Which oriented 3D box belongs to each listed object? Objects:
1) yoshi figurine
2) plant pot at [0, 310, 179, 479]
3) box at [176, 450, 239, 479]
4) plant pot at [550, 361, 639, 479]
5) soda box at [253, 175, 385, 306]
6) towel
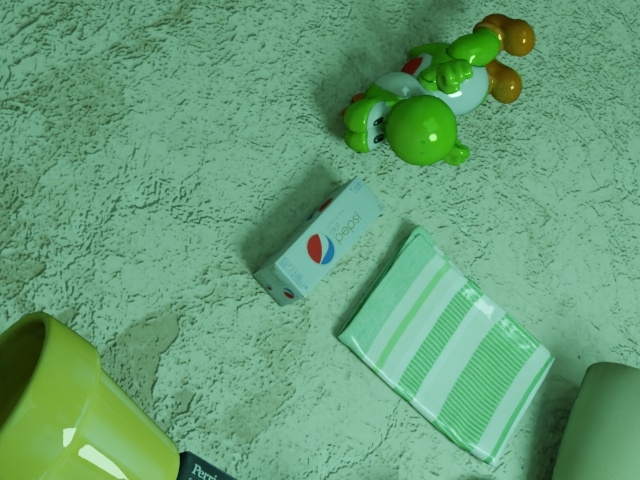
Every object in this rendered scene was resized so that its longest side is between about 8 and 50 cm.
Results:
[{"bbox_3d":[0.204,-0.216,2.075,0.362,0.203,0.203,-31,99,-31],"label":"yoshi figurine"},{"bbox_3d":[-0.310,0.251,1.579,0.239,0.254,0.254,37,59,-24],"label":"plant pot"},{"bbox_3d":[-0.142,0.467,1.651,0.296,0.183,0.294,34,59,-19],"label":"box"},{"bbox_3d":[0.463,0.372,2.029,0.256,0.256,0.274,40,71,-15],"label":"plant pot"},{"bbox_3d":[0.000,0.000,1.948,0.069,0.074,0.216,49,57,-9],"label":"soda box"},{"bbox_3d":[0.205,0.165,2.043,0.325,0.038,0.248,44,58,-13],"label":"towel"}]
